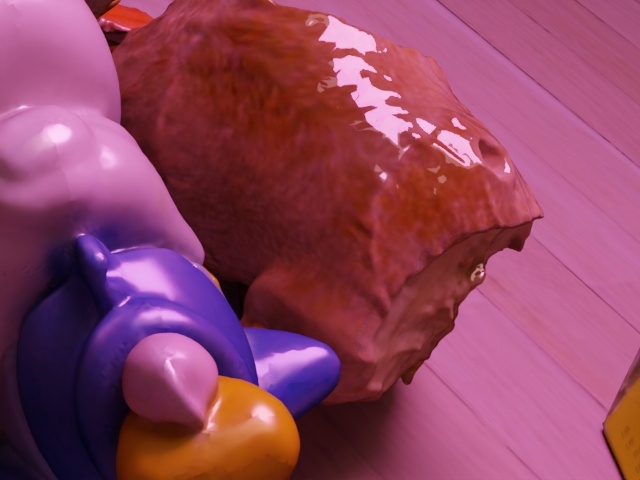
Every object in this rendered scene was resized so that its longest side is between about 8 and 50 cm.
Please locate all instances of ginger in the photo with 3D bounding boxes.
[{"bbox_3d":[-0.019,-0.019,0.986,0.276,0.221,0.130,0,-17,22],"label":"ginger"}]

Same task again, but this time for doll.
[{"bbox_3d":[-0.137,0.010,0.836,0.365,0.187,0.376,57,7,10],"label":"doll"}]

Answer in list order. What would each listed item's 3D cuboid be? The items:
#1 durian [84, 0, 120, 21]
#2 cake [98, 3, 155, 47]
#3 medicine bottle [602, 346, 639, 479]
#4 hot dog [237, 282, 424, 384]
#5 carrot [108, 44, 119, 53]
[{"bbox_3d":[-0.247,-0.151,1.060,0.306,0.172,0.166,-8,28,6],"label":"durian"},{"bbox_3d":[-0.188,-0.146,1.211,0.287,0.098,0.135,29,27,9],"label":"cake"},{"bbox_3d":[0.277,0.145,1.041,0.137,0.141,0.250,11,30,-17],"label":"medicine bottle"},{"bbox_3d":[0.003,0.004,1.110,0.123,0.093,0.261,-6,44,-13],"label":"hot dog"},{"bbox_3d":[-0.143,-0.074,1.093,0.173,0.082,0.082,-19,43,-14],"label":"carrot"}]
